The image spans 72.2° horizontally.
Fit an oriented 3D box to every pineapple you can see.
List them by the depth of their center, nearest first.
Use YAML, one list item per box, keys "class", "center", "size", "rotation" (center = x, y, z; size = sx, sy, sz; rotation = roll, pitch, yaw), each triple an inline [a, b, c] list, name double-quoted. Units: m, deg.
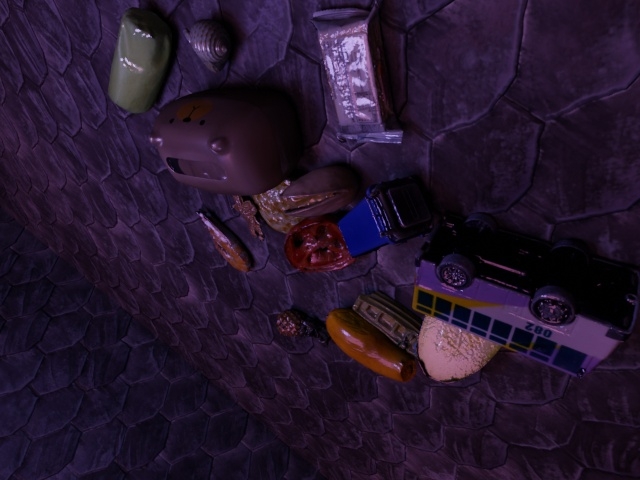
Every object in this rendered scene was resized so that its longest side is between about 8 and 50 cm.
- class: "pineapple"
  center: [-0.053, 0.349, 1.735]
  size: [0.237, 0.119, 0.111]
  rotation: [15, 89, 23]

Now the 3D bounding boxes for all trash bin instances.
- class: "trash bin"
  center: [0.151, -0.047, 1.137]
  size: [0.234, 0.184, 0.163]
  rotation: [-33, 75, 57]

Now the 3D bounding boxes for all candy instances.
- class: "candy"
  center: [-0.549, -0.529, 1.332]
  size: [0.142, 0.132, 0.343]
  rotation: [57, 140, 7]

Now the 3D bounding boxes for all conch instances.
- class: "conch"
  center: [-0.287, -0.514, 1.155]
  size: [0.153, 0.102, 0.135]
  rotation: [55, 166, 40]

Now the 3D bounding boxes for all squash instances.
- class: "squash"
  center: [0.401, 0.313, 1.291]
  size: [0.236, 0.155, 0.204]
  rotation: [24, 139, 23]

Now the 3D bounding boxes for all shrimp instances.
- class: "shrimp"
  center: [-0.388, 0.005, 1.731]
  size: [0.164, 0.062, 0.317]
  rotation: [-19, 114, 50]

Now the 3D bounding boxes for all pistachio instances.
- class: "pistachio"
  center: [-0.001, -0.132, 1.203]
  size: [0.223, 0.152, 0.126]
  rotation: [-17, 106, 0]

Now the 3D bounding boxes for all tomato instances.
- class: "tomato"
  center: [0.002, -0.002, 1.344]
  size: [0.227, 0.101, 0.228]
  rotation: [0, 137, 0]

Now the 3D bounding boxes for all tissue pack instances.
- class: "tissue pack"
  center: [-0.269, -0.270, 1.225]
  size: [0.387, 0.277, 0.267]
  rotation: [14, 135, 31]

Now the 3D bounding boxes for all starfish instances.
- class: "starfish"
  center: [-0.250, -0.105, 1.496]
  size: [0.231, 0.048, 0.295]
  rotation: [33, 148, 51]

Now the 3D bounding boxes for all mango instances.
- class: "mango"
  center: [0.168, 0.359, 1.515]
  size: [0.359, 0.144, 0.187]
  rotation: [35, 167, 12]

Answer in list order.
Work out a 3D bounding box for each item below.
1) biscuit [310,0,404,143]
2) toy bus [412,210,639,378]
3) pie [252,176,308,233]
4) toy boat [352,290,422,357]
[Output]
- class: "biscuit"
  center: [0.081, -0.367, 1.002]
  size: [0.186, 0.079, 0.309]
  rotation: [8, 130, 37]
- class: "toy bus"
  center: [0.456, 0.124, 1.029]
  size: [0.439, 0.209, 0.249]
  rotation: [20, 137, 25]
- class: "pie"
  center: [-0.107, -0.115, 1.372]
  size: [0.248, 0.090, 0.201]
  rotation: [-9, 123, 42]
- class: "toy boat"
  center: [0.239, 0.264, 1.435]
  size: [0.276, 0.084, 0.111]
  rotation: [36, 143, 12]
